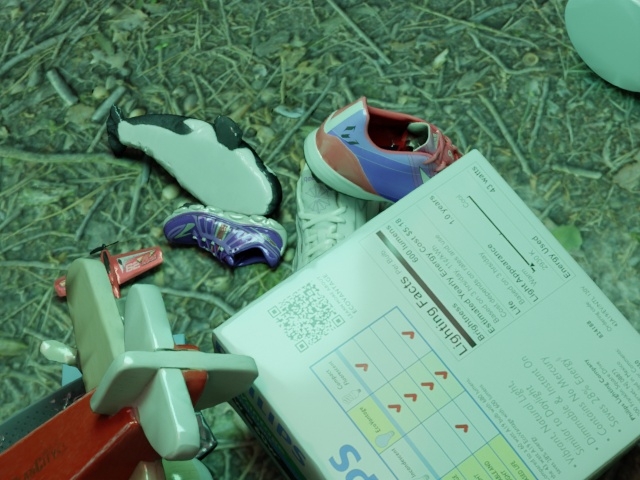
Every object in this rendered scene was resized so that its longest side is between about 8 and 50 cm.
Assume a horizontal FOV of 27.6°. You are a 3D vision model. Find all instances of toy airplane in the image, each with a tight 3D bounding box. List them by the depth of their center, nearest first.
[{"bbox_3d":[-0.197,0.225,1.334,0.384,0.272,0.386,10,78,43],"label":"toy airplane"},{"bbox_3d":[-0.269,0.062,1.713,0.151,0.028,0.151,-5,55,7],"label":"toy airplane"}]

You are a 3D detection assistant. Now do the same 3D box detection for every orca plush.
[{"bbox_3d":[-0.161,-0.105,1.807,0.287,0.102,0.151,11,101,27],"label":"orca plush"}]

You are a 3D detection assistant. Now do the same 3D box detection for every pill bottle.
[{"bbox_3d":[0.526,-0.397,1.806,0.229,0.229,0.408,33,65,27],"label":"pill bottle"}]

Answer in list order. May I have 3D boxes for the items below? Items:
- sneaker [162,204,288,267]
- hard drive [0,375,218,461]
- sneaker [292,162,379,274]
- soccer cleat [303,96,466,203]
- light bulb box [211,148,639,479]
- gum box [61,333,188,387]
[{"bbox_3d":[-0.130,-0.001,1.717,0.170,0.068,0.071,7,61,13],"label":"sneaker"},{"bbox_3d":[-0.259,0.243,1.512,0.254,0.054,0.172,-29,60,-8],"label":"hard drive"},{"bbox_3d":[0.000,0.000,1.640,0.114,0.152,0.305,-8,51,17],"label":"sneaker"},{"bbox_3d":[0.135,-0.090,1.622,0.318,0.116,0.109,17,49,-31],"label":"soccer cleat"},{"bbox_3d":[0.127,0.163,1.414,0.361,0.225,0.358,-34,73,-16],"label":"light bulb box"},{"bbox_3d":[-0.237,0.211,1.593,0.157,0.041,0.184,-8,53,3],"label":"gum box"}]
